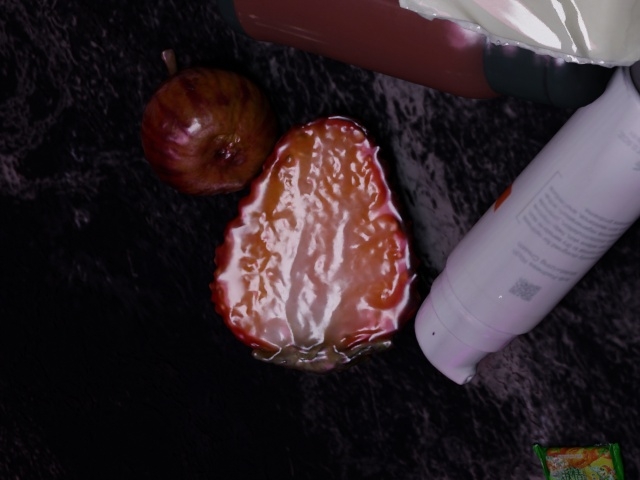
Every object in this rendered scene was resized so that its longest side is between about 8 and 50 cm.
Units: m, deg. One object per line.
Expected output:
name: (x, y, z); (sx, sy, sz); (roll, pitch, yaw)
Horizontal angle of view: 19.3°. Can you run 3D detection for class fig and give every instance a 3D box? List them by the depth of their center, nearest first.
fig: (-0.116, -0.108, 1.723); (0.150, 0.128, 0.128); (26, 124, 18)

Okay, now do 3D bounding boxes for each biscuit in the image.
biscuit: (0.238, 0.206, 1.724); (0.089, 0.016, 0.046); (-7, 109, 34)

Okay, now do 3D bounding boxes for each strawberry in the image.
strawberry: (0.000, 0.000, 1.722); (0.190, 0.111, 0.236); (7, 96, -1)

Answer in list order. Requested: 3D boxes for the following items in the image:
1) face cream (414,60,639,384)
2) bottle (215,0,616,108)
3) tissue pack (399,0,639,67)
face cream: (0.193, -0.010, 1.593); (0.102, 0.102, 0.345); (45, 128, 6)
bottle: (0.082, -0.194, 1.523); (0.336, 0.144, 0.144); (21, 123, 29)
tissue pack: (0.203, -0.345, 1.296); (0.207, 0.297, 0.380); (18, 120, 24)
